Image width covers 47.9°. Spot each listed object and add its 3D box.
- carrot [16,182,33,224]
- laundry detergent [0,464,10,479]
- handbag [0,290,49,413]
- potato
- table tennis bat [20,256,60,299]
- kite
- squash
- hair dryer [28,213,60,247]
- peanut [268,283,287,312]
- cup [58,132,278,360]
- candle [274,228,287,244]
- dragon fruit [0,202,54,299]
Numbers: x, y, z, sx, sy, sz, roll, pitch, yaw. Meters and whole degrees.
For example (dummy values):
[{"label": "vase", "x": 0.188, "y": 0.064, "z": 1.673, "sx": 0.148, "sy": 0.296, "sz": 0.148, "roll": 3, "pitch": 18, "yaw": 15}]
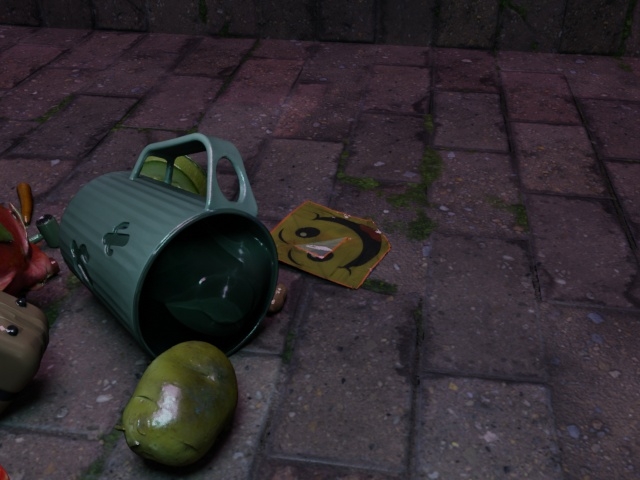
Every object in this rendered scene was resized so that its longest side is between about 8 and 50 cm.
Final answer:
[{"label": "carrot", "x": -0.759, "y": -0.095, "z": 1.856, "sx": 0.037, "sy": 0.037, "sz": 0.190, "roll": -12, "pitch": 36, "yaw": -19}, {"label": "laundry detergent", "x": -0.559, "y": 0.390, "z": 1.082, "sx": 0.097, "sy": 0.049, "sz": 0.165, "roll": 29, "pitch": 44, "yaw": 32}, {"label": "handbag", "x": -0.645, "y": 0.190, "z": 1.210, "sx": 0.302, "sy": 0.283, "sz": 0.149, "roll": 31, "pitch": 22, "yaw": -28}, {"label": "potato", "x": -0.224, "y": 0.267, "z": 1.194, "sx": 0.169, "sy": 0.143, "sz": 0.248, "roll": 44, "pitch": 29, "yaw": -13}, {"label": "table tennis bat", "x": -0.703, "y": 0.118, "z": 1.525, "sx": 0.310, "sy": 0.038, "sz": 0.200, "roll": -30, "pitch": 45, "yaw": -34}, {"label": "kite", "x": 0.000, "y": 0.002, "z": 1.708, "sx": 0.327, "sy": 0.013, "sz": 0.377, "roll": -9, "pitch": 37, "yaw": -19}, {"label": "squash", "x": -0.371, "y": -0.107, "z": 1.711, "sx": 0.220, "sy": 0.220, "sz": 0.133, "roll": 9, "pitch": 30, "yaw": 14}, {"label": "hair dryer", "x": -0.681, "y": 0.002, "z": 1.689, "sx": 0.150, "sy": 0.071, "sz": 0.047, "roll": -30, "pitch": 39, "yaw": -15}, {"label": "peanut", "x": -0.092, "y": 0.123, "z": 1.517, "sx": 0.037, "sy": 0.037, "sz": 0.083, "roll": 9, "pitch": 31, "yaw": 13}, {"label": "cup", "x": -0.282, "y": 0.003, "z": 1.422, "sx": 0.392, "sy": 0.310, "sz": 0.401, "roll": 27, "pitch": 73, "yaw": 41}, {"label": "candle", "x": -0.110, "y": 0.019, "z": 1.694, "sx": 0.026, "sy": 0.021, "sz": 0.167, "roll": 10, "pitch": 33, "yaw": 15}, {"label": "dragon fruit", "x": -0.665, "y": 0.062, "z": 1.371, "sx": 0.305, "sy": 0.226, "sz": 0.305, "roll": -32, "pitch": 26, "yaw": 18}]
